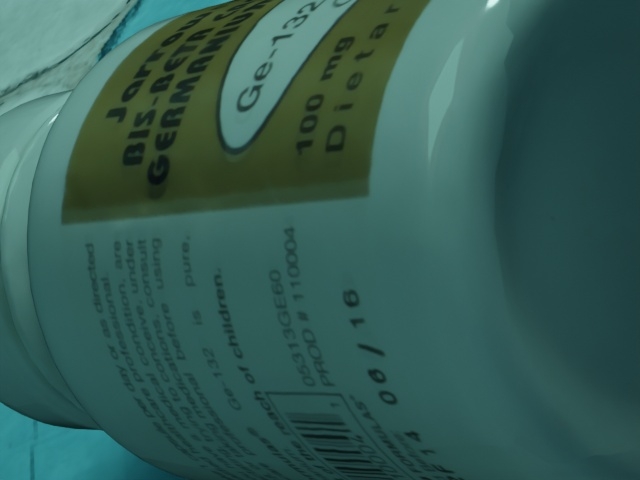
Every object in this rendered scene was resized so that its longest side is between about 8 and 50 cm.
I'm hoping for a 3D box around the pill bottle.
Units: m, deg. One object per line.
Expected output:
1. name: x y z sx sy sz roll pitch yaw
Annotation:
1. pill bottle: 0.000 0.000 0.499 0.229 0.131 0.131 -4 45 50
